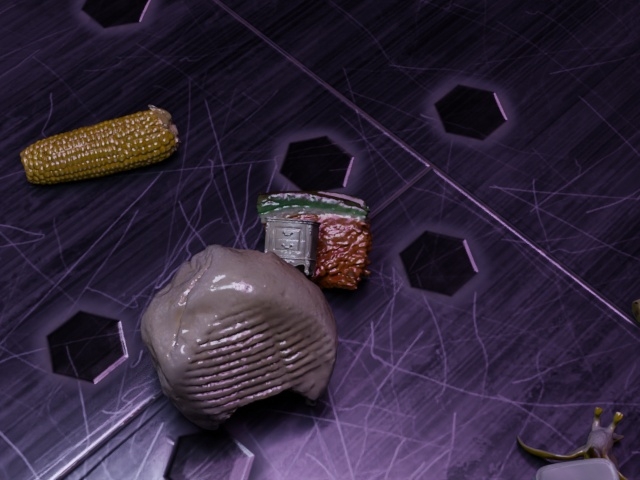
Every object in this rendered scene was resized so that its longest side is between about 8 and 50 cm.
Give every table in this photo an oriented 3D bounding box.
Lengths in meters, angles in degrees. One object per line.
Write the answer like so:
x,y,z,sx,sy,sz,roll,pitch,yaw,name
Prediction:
-0.045,0.009,1.884,0.079,0.062,0.083,4,88,11,table

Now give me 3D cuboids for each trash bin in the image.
0.342,0.354,1.715,0.116,0.130,0.059,-8,58,-8,trash bin

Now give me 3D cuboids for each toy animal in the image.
0.388,0.283,1.763,0.219,0.155,0.095,17,67,19,toy animal

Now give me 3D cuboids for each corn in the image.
-0.362,-0.151,2.054,0.260,0.091,0.091,-14,40,-6,corn

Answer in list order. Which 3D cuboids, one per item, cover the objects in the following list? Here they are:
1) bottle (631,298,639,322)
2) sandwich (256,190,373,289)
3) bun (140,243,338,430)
0.613,0.070,1.946,0.270,0.083,0.083,-18,59,-8,bottle
-0.009,-0.002,1.965,0.185,0.109,0.159,3,83,3,sandwich
-0.124,0.124,1.802,0.282,0.281,0.205,-17,33,-13,bun
